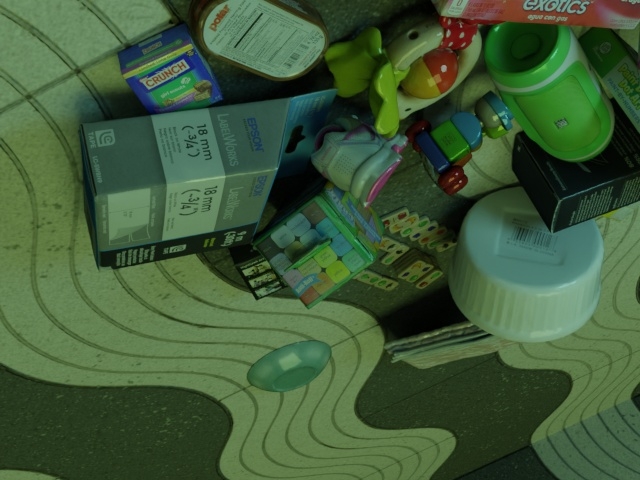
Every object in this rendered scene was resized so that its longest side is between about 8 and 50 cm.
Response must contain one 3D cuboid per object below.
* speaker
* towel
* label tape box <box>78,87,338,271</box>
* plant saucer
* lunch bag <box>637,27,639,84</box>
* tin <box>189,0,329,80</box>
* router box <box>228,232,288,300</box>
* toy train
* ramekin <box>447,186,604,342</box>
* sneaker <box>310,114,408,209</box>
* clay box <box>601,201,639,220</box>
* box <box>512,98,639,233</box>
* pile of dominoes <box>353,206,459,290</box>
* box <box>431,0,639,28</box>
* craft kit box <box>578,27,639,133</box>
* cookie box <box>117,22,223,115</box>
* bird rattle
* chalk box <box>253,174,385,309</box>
[{"bbox_3d":[0.343,-0.221,1.249,0.131,0.131,0.296,-34,147,17],"label":"speaker"},{"bbox_3d":[0.333,0.218,1.858,0.331,0.053,0.317,-17,165,17],"label":"towel"},{"bbox_3d":[-0.141,-0.076,1.132,0.333,0.106,0.240,-11,160,-17],"label":"label tape box"},{"bbox_3d":[-0.061,0.284,1.834,0.195,0.037,0.195,-16,148,-10],"label":"plant saucer"},{"bbox_3d":[0.509,-0.310,1.114,0.262,0.160,0.223,-6,102,-29],"label":"lunch bag"},{"bbox_3d":[-0.069,-0.253,1.023,0.189,0.040,0.106,13,129,-44],"label":"tin"},{"bbox_3d":[-0.051,0.023,1.438,0.179,0.046,0.133,-23,148,-1],"label":"router box"},{"bbox_3d":[0.227,-0.150,1.310,0.143,0.105,0.248,-36,170,10],"label":"toy train"},{"bbox_3d":[0.370,0.032,1.518,0.277,0.277,0.135,-18,141,-9],"label":"ramekin"},{"bbox_3d":[0.049,-0.127,1.174,0.103,0.111,0.252,-55,-178,11],"label":"sneaker"},{"bbox_3d":[0.554,-0.107,1.624,0.222,0.053,0.127,10,135,-40],"label":"clay box"},{"bbox_3d":[0.451,-0.128,1.433,0.207,0.153,0.108,-19,149,-4],"label":"box"},{"bbox_3d":[0.146,0.031,1.582,0.196,0.040,0.251,-39,146,24],"label":"pile of dominoes"},{"bbox_3d":[0.258,-0.352,0.974,0.300,0.154,0.142,-3,143,-27],"label":"box"},{"bbox_3d":[0.518,-0.190,1.289,0.061,0.250,0.246,-38,145,25],"label":"craft kit box"},{"bbox_3d":[-0.180,-0.198,1.027,0.091,0.040,0.107,-23,148,4],"label":"cookie box"},{"bbox_3d":[0.137,-0.251,1.121,0.253,0.143,0.207,-41,158,4],"label":"bird rattle"},{"bbox_3d":[0.000,0.000,1.253,0.132,0.132,0.213,-36,-169,20],"label":"chalk box"}]
